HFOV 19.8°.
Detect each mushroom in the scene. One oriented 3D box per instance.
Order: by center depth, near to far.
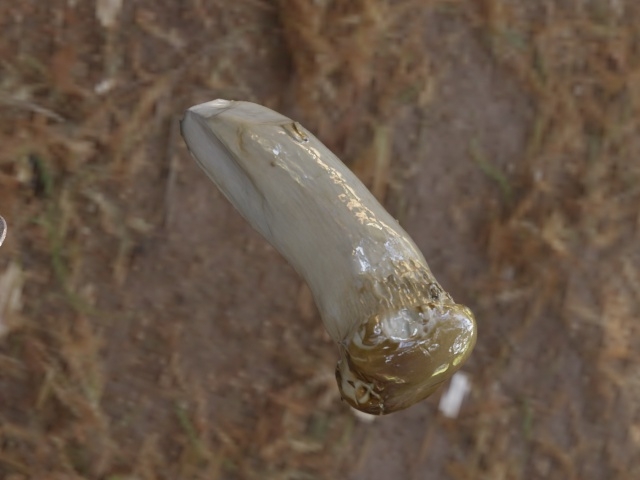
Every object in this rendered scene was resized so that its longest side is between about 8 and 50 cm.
[{"bbox_3d":[0.000,0.000,0.958,0.071,0.209,0.084,-25,150,-24],"label":"mushroom"}]

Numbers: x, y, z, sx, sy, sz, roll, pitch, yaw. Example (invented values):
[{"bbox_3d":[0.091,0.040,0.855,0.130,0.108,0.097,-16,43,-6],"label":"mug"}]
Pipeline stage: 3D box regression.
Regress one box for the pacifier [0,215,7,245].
[{"bbox_3d":[-0.285,-0.008,1.381,0.078,0.099,0.081,59,35,-35],"label":"pacifier"}]
